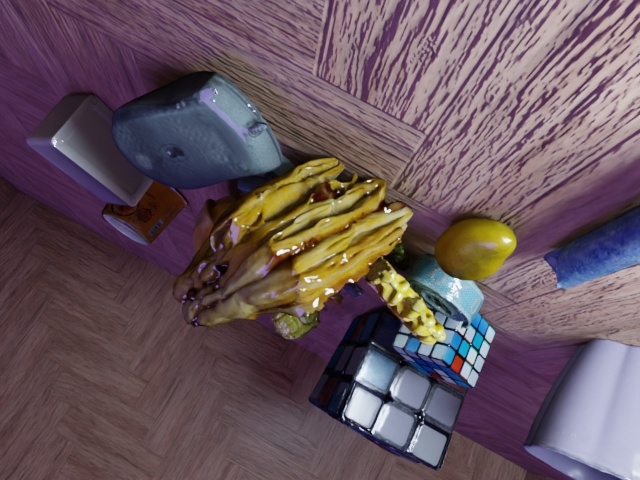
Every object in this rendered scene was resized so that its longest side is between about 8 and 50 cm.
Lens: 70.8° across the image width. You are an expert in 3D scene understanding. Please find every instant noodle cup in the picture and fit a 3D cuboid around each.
[{"bbox_3d":[-0.542,-0.098,1.371,0.216,0.172,0.215,26,159,11],"label":"instant noodle cup"}]

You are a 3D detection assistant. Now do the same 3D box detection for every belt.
[{"bbox_3d":[0.248,0.094,0.890,0.148,0.082,0.163,34,170,24],"label":"belt"}]

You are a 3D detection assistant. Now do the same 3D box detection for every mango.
[{"bbox_3d":[0.244,0.012,0.707,0.103,0.076,0.161,34,157,0],"label":"mango"}]

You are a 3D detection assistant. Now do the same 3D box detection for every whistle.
[{"bbox_3d":[0.363,-0.005,0.522,0.062,0.062,0.304,28,161,5],"label":"whistle"},{"bbox_3d":[0.065,0.112,1.263,0.033,0.033,0.176,9,151,45],"label":"whistle"}]

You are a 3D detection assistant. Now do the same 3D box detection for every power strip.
[{"bbox_3d":[-0.098,-0.113,0.916,0.137,0.044,0.216,31,160,-7],"label":"power strip"}]

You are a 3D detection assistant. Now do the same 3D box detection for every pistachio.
[{"bbox_3d":[-0.201,0.003,1.111,0.230,0.229,0.309,25,156,11],"label":"pistachio"}]

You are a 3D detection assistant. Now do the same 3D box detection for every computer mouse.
[{"bbox_3d":[-0.207,-0.188,0.767,0.371,0.121,0.188,2,144,40],"label":"computer mouse"}]

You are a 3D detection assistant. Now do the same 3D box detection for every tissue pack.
[{"bbox_3d":[-0.537,-0.214,1.102,0.136,0.159,0.246,12,153,37],"label":"tissue pack"}]

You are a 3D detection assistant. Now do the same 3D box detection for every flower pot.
[{"bbox_3d":[0.540,0.327,0.830,0.265,0.243,0.265,23,159,9],"label":"flower pot"}]

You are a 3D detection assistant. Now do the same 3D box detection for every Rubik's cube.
[{"bbox_3d":[0.214,0.458,1.437,0.362,0.363,0.359,29,159,-4],"label":"Rubik's cube"},{"bbox_3d":[0.292,0.233,1.068,0.154,0.155,0.151,3,146,51],"label":"Rubik's cube"}]

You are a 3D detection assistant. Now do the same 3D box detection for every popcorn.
[{"bbox_3d":[-0.101,0.294,1.731,0.167,0.185,0.187,41,175,24],"label":"popcorn"}]

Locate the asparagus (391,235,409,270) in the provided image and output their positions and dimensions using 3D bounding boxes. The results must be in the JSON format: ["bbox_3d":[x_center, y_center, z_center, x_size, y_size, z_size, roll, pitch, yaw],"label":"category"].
[{"bbox_3d":[0.156,0.020,0.914,0.036,0.030,0.165,-6,146,18],"label":"asparagus"}]

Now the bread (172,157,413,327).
[{"bbox_3d":[-0.072,0.001,0.770,0.370,0.314,0.191,-19,101,49],"label":"bread"}]

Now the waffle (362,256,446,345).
[{"bbox_3d":[0.145,0.102,0.920,0.283,0.065,0.309,51,180,31],"label":"waffle"}]

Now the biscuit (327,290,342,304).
[{"bbox_3d":[-0.041,0.129,1.443,0.202,0.044,0.288,10,151,43],"label":"biscuit"}]
